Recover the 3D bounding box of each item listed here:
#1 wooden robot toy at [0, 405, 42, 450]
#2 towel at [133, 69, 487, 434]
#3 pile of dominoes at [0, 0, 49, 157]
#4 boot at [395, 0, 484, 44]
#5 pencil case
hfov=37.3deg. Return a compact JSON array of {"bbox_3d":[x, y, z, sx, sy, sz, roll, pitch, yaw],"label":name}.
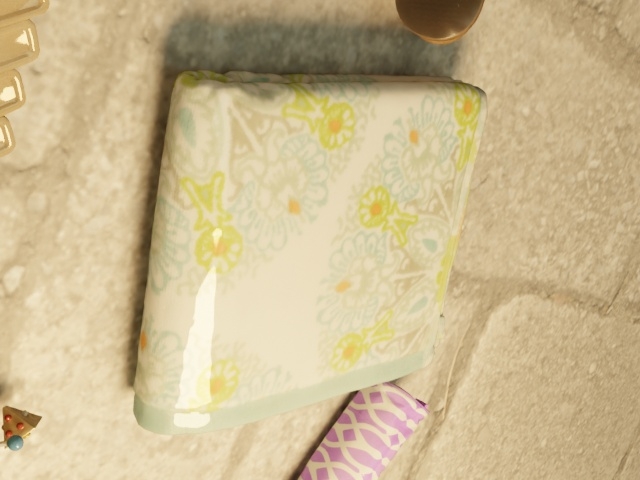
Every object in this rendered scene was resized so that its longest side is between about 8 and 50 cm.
[{"bbox_3d":[-0.303,0.162,0.720,0.173,0.076,0.079,-38,99,-24],"label":"wooden robot toy"},{"bbox_3d":[0.000,0.000,0.903,0.374,0.090,0.321,-9,114,-42],"label":"towel"},{"bbox_3d":[-0.247,-0.142,0.529,0.196,0.040,0.251,-8,127,-47],"label":"pile of dominoes"},{"bbox_3d":[0.139,-0.332,0.871,0.115,0.112,0.306,-18,124,-76],"label":"boot"},{"bbox_3d":[0.040,0.253,1.078,0.088,0.086,0.206,41,82,-33],"label":"pencil case"}]
